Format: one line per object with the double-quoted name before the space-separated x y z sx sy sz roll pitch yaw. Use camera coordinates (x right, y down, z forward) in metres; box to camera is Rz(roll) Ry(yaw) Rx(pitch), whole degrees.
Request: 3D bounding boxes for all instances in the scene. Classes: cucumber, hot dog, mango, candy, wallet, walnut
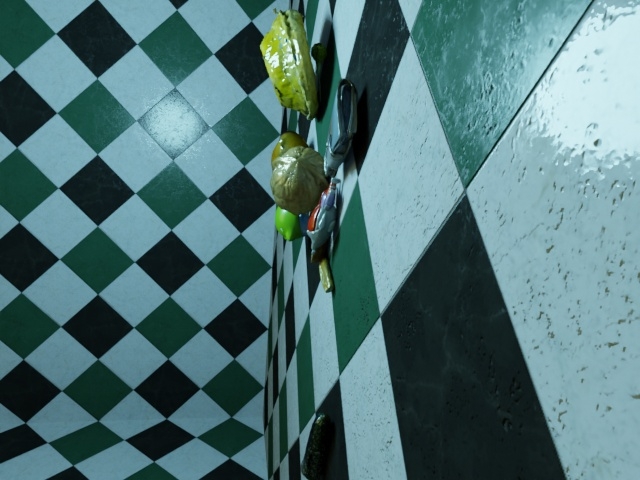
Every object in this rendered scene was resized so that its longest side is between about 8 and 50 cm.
"cucumber" -0.007 0.553 1.169 0.067 0.067 0.245 -108 26 -62
"hot dog" 0.016 0.102 1.239 0.044 0.028 0.137 -53 28 23
"mango" -0.119 -0.324 1.713 0.287 0.152 0.202 -148 76 -78
"candy" -0.004 -0.587 1.501 0.062 0.058 0.194 -31 -55 -53
"wallet" 0.051 -0.265 1.064 0.231 0.069 0.170 110 165 -73
"walnut" -0.066 -0.186 1.333 0.245 0.198 0.198 94 175 -69

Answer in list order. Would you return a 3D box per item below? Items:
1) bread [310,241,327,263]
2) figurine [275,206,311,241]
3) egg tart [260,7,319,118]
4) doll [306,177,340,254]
"bread" 0.000 0.000 1.313 0.126 0.044 0.129 -82 -1 -71
"figurine" -0.086 -0.126 1.576 0.162 0.143 0.264 -160 84 -73
"egg tart" -0.104 -0.605 1.500 0.388 0.168 0.388 -15 -90 -88
"doll" 0.009 -0.065 1.199 0.102 0.075 0.228 -73 -1 -76
